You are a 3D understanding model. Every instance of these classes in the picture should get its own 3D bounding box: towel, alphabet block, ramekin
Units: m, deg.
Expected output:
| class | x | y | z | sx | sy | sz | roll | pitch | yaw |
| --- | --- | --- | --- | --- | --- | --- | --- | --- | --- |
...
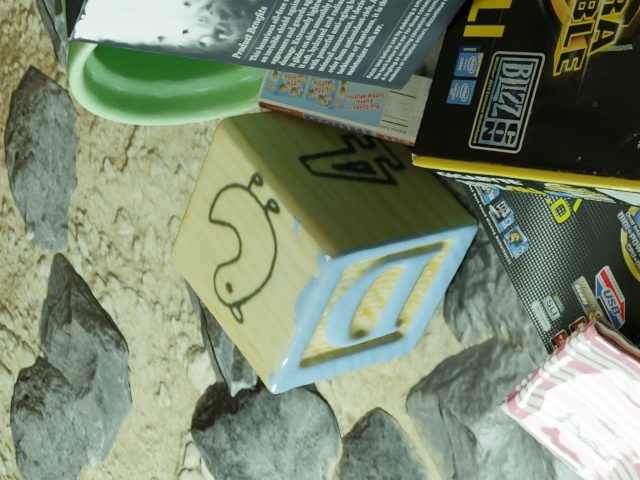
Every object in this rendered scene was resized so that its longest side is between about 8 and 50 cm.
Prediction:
| class | x | y | z | sx | sy | sz | roll | pitch | yaw |
| --- | --- | --- | --- | --- | --- | --- | --- | --- | --- |
| towel | 0.239 | 0.152 | 1.221 | 0.144 | 0.029 | 0.197 | 41 | 148 | 5 |
| alphabet block | 0.000 | 0.000 | 1.418 | 0.197 | 0.193 | 0.192 | 49 | 132 | 31 |
| ramekin | -0.110 | -0.245 | 1.411 | 0.303 | 0.303 | 0.148 | -37 | 63 | 49 |

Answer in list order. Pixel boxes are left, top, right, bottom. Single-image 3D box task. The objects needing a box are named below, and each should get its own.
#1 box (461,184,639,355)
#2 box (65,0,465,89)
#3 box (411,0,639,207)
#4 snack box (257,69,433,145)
| class | x | y | z | sx | sy | sz | roll | pitch | yaw |
| --- | --- | --- | --- | --- | --- | --- | --- | --- | --- |
| box | 0.229 | -0.043 | 1.229 | 0.216 | 0.060 | 0.270 | -43 | 66 | 48 |
| box | -0.053 | -0.303 | 1.175 | 0.183 | 0.294 | 0.296 | 126 | 143 | -49 |
| box | 0.218 | -0.190 | 1.093 | 0.257 | 0.079 | 0.322 | 11 | 83 | 51 |
| snack box | 0.034 | -0.137 | 1.372 | 0.178 | 0.022 | 0.064 | 15 | 77 | 9 |
